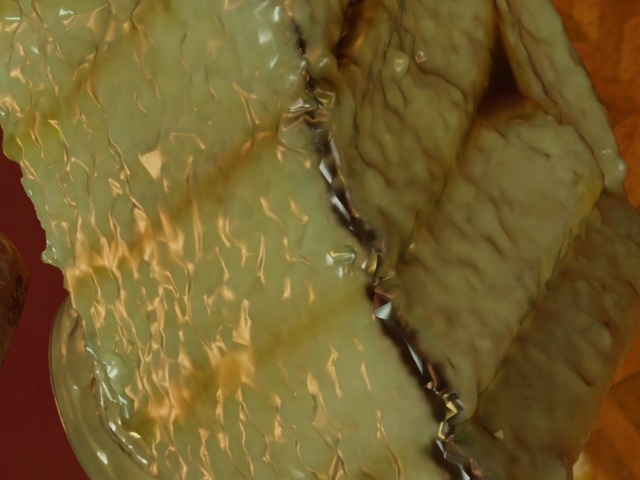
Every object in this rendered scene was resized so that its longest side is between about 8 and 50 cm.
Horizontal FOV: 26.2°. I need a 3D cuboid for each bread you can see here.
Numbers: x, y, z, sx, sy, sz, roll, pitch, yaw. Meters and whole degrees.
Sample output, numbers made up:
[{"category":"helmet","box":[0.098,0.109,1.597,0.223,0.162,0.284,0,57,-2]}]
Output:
[{"category":"bread","box":[0.028,-0.012,0.698,0.239,0.264,0.395,-29,85,45]}]

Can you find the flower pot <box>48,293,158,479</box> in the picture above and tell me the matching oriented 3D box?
[{"category":"flower pot","box":[-0.086,0.113,1.329,0.244,0.307,0.307,-28,95,22]}]

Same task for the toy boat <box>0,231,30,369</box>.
[{"category":"toy boat","box":[-0.283,0.066,0.968,0.085,0.227,0.155,37,121,-24]}]
